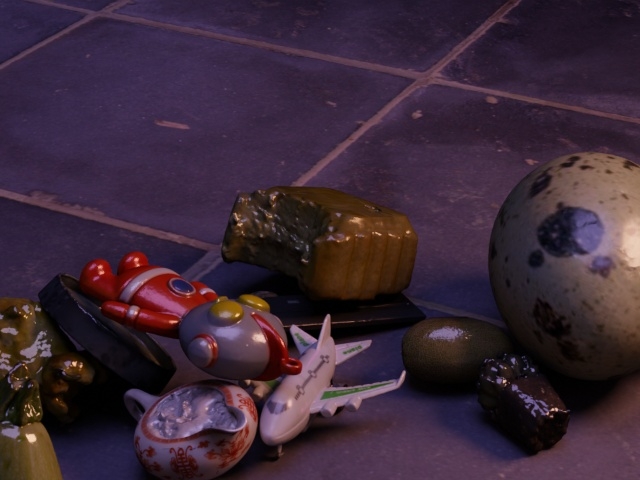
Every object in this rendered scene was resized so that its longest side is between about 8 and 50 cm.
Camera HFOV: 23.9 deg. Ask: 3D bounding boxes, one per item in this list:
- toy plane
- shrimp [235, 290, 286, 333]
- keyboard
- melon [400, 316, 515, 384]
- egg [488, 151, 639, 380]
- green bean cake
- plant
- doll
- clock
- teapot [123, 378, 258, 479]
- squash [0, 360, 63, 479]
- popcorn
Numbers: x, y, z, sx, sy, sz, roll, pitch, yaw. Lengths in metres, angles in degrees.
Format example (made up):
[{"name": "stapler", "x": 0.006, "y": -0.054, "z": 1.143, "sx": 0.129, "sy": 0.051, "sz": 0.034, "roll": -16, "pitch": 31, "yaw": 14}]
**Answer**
[{"name": "toy plane", "x": -0.023, "y": 0.200, "z": 2.003, "sx": 0.251, "sy": 0.101, "sz": 0.255, "roll": 10, "pitch": 34, "yaw": 16}, {"name": "shrimp", "x": -0.092, "y": 0.119, "z": 2.223, "sx": 0.091, "sy": 0.034, "sz": 0.161, "roll": -17, "pitch": 25, "yaw": -7}, {"name": "keyboard", "x": -0.031, "y": 0.101, "z": 2.189, "sx": 0.381, "sy": 0.041, "sz": 0.103, "roll": 4, "pitch": 22, "yaw": -28}, {"name": "melon", "x": 0.191, "y": 0.152, "z": 2.091, "sx": 0.162, "sy": 0.099, "sz": 0.099, "roll": 0, "pitch": 29, "yaw": -7}, {"name": "egg", "x": 0.376, "y": 0.034, "z": 2.107, "sx": 0.288, "sy": 0.287, "sz": 0.379, "roll": 4, "pitch": 25, "yaw": 6}, {"name": "green bean cake", "x": 0.000, "y": 0.000, "z": 2.258, "sx": 0.236, "sy": 0.124, "sz": 0.233, "roll": 21, "pitch": 17, "yaw": 41}, {"name": "plant", "x": 0.267, "y": 0.210, "z": 1.999, "sx": 0.094, "sy": 0.092, "sz": 0.143, "roll": -23, "pitch": 44, "yaw": -23}, {"name": "doll", "x": -0.160, "y": 0.101, "z": 1.979, "sx": 0.336, "sy": 0.105, "sz": 0.200, "roll": 26, "pitch": 21, "yaw": 30}, {"name": "clock", "x": -0.286, "y": 0.124, "z": 2.047, "sx": 0.042, "sy": 0.215, "sz": 0.215, "roll": -50, "pitch": 39, "yaw": 2}, {"name": "teapot", "x": -0.166, "y": 0.239, "z": 1.913, "sx": 0.245, "sy": 0.116, "sz": 0.159, "roll": 8, "pitch": 51, "yaw": 38}, {"name": "squash", "x": -0.350, "y": 0.286, "z": 1.724, "sx": 0.137, "sy": 0.287, "sz": 0.137, "roll": -13, "pitch": 0, "yaw": 0}, {"name": "popcorn", "x": -0.394, "y": 0.170, "z": 1.998, "sx": 0.195, "sy": 0.173, "sz": 0.168, "roll": 35, "pitch": 57, "yaw": 14}]
